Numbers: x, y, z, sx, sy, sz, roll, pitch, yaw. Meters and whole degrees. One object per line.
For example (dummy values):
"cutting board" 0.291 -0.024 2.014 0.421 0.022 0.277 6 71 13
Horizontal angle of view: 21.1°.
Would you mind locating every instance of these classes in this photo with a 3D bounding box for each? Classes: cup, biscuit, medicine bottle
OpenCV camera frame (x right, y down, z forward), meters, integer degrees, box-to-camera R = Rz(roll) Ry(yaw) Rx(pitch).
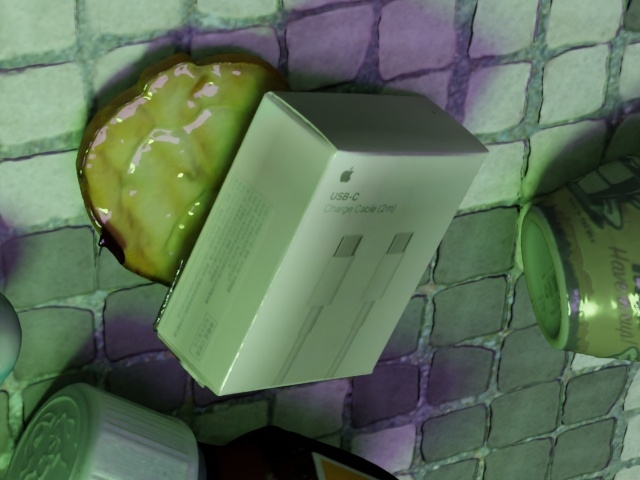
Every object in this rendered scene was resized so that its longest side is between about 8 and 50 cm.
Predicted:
"cup" 0.324 0.022 1.648 0.257 0.227 0.301 -9 160 -5
"biscuit" -0.104 -0.050 1.449 0.203 0.041 0.260 -29 136 -15
"medicine bottle" -0.096 0.269 1.592 0.395 0.242 0.242 27 111 -24

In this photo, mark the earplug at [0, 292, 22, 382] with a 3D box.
"earplug" -0.387 0.097 1.333 0.324 0.185 0.185 -8 129 -28

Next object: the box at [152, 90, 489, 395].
"box" 0.000 0.000 1.464 0.203 0.106 0.251 -2 125 -48
